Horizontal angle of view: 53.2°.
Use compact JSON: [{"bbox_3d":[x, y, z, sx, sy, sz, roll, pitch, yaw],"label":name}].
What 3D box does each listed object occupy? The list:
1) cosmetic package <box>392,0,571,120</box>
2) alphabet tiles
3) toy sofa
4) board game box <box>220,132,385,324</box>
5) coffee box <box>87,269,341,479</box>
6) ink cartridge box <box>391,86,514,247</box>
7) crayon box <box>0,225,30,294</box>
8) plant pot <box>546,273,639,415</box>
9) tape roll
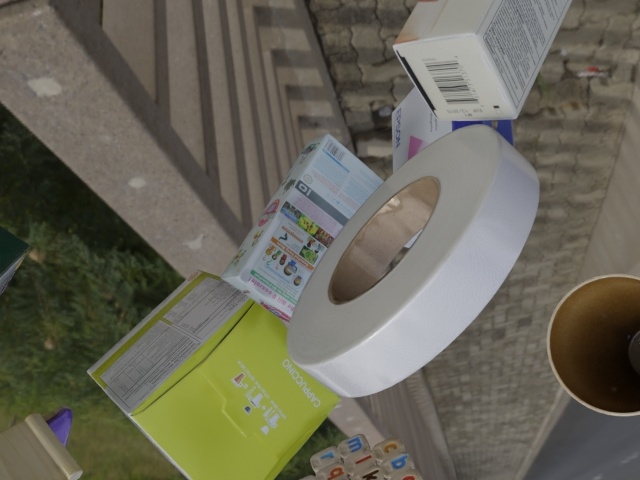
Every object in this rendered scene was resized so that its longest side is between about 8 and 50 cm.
[{"bbox_3d":[0.235,-0.319,0.856,0.129,0.296,0.153,9,151,45],"label":"cosmetic package"},{"bbox_3d":[0.070,0.529,1.365,0.278,0.284,0.021,-24,112,-4],"label":"alphabet tiles"},{"bbox_3d":[-0.527,0.490,1.193,0.177,0.150,0.362,-20,143,-46],"label":"toy sofa"},{"bbox_3d":[0.000,0.000,1.143,0.224,0.303,0.097,38,161,-21],"label":"board game box"},{"bbox_3d":[-0.229,0.313,1.378,0.334,0.338,0.338,8,137,57],"label":"coffee box"},{"bbox_3d":[0.235,-0.191,1.218,0.071,0.324,0.330,11,154,-17],"label":"ink cartridge box"},{"bbox_3d":[-0.664,0.059,0.950,0.313,0.106,0.363,36,115,-13],"label":"crayon box"},{"bbox_3d":[0.580,0.198,1.159,0.254,0.237,0.237,17,140,-44],"label":"plant pot"},{"bbox_3d":[0.104,0.018,0.825,0.072,0.392,0.392,39,130,-15],"label":"tape roll"}]
